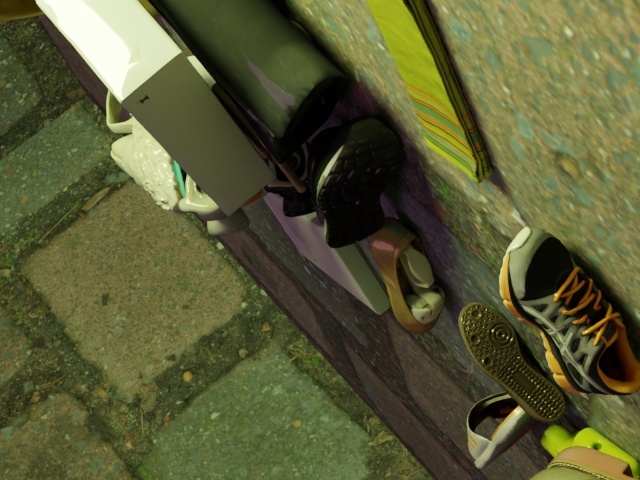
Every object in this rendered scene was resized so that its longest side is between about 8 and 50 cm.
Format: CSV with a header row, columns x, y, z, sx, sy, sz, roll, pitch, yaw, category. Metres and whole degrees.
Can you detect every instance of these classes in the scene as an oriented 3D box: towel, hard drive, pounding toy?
x,y,z,sx,sy,sz,roll,pitch,yaw,category
0.094,-0.157,1.044,0.102,0.021,0.237,39,165,46,towel
0.000,0.000,2.008,0.203,0.040,0.307,57,169,-32,hard drive
-0.052,-0.161,1.512,0.181,0.094,0.206,48,178,-4,pounding toy

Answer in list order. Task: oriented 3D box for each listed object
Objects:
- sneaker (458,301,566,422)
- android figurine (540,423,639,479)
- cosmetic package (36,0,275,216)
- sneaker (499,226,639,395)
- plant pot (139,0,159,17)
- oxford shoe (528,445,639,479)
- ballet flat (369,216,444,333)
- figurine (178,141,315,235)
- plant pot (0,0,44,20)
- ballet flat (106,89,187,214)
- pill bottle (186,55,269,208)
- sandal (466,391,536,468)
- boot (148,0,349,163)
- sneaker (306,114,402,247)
x,y,z,sx,sy,sz,roll,pitch,yaw,category
0.238,0.161,1.439,0.188,0.066,0.071,52,171,-2,sneaker
0.398,0.347,1.432,0.273,0.056,0.248,39,165,52,android figurine
-0.219,-0.212,1.383,0.284,0.097,0.377,51,179,22,cosmetic package
0.245,0.069,1.059,0.083,0.084,0.215,13,147,53,sneaker
-0.347,-0.413,1.882,0.134,0.095,0.134,49,170,12,plant pot
0.354,0.337,1.196,0.397,0.147,0.140,0,114,62,oxford shoe
0.131,0.064,1.545,0.073,0.080,0.232,26,156,43,ballet flat
-0.102,-0.068,1.753,0.209,0.215,0.092,67,-171,-71,figurine
-0.477,-0.502,1.736,0.254,0.254,0.238,145,108,-80,plant pot
-0.307,-0.194,1.961,0.147,0.147,0.408,63,-169,-52,ballet flat
-0.168,-0.175,1.789,0.152,0.152,0.272,46,169,28,pill bottle
0.264,0.256,1.620,0.076,0.102,0.265,49,162,18,sandal
-0.153,-0.307,1.212,0.445,0.146,0.367,54,-179,6,boot
0.020,-0.097,1.373,0.283,0.107,0.124,101,147,-66,sneaker
